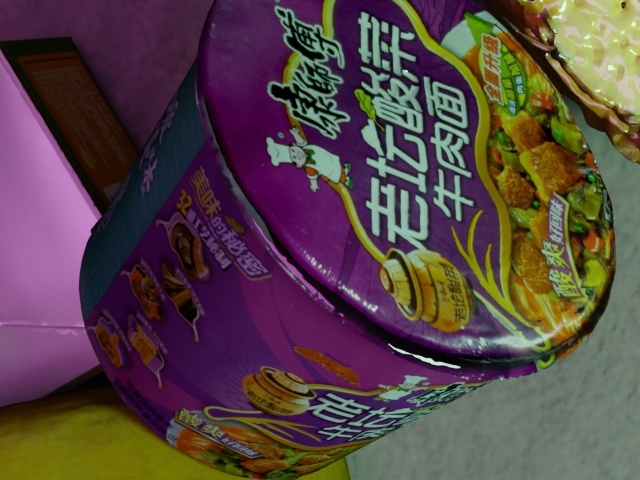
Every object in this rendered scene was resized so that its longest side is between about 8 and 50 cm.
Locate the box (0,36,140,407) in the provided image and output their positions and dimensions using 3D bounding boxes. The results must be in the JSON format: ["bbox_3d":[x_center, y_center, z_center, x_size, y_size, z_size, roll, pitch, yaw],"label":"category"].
[{"bbox_3d":[-0.193,0.002,0.981,0.177,0.148,0.195,-31,93,13],"label":"box"}]

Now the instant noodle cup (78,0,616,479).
[{"bbox_3d":[0.000,0.000,0.840,0.251,0.251,0.190,46,134,-1],"label":"instant noodle cup"}]

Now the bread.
[{"bbox_3d":[0.167,-0.166,0.926,0.260,0.147,0.160,45,91,0],"label":"bread"}]

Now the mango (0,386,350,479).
[{"bbox_3d":[-0.108,0.156,0.919,0.195,0.331,0.142,-34,62,27],"label":"mango"}]
